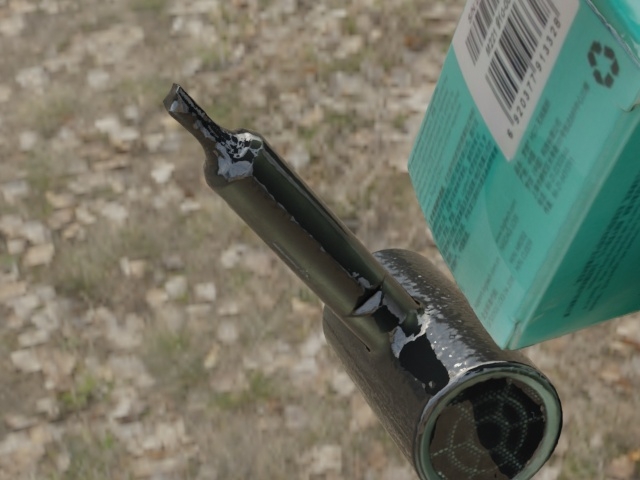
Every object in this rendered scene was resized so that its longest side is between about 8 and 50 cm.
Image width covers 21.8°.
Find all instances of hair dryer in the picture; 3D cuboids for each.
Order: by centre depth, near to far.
[{"bbox_3d":[0.000,0.000,0.821,0.078,0.248,0.195,-41,31,0],"label":"hair dryer"}]

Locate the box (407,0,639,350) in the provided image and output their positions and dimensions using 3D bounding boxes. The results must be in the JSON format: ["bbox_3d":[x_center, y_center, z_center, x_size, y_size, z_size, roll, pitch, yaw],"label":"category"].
[{"bbox_3d":[0.211,-0.083,0.736,0.311,0.205,0.118,-15,62,-21],"label":"box"}]
